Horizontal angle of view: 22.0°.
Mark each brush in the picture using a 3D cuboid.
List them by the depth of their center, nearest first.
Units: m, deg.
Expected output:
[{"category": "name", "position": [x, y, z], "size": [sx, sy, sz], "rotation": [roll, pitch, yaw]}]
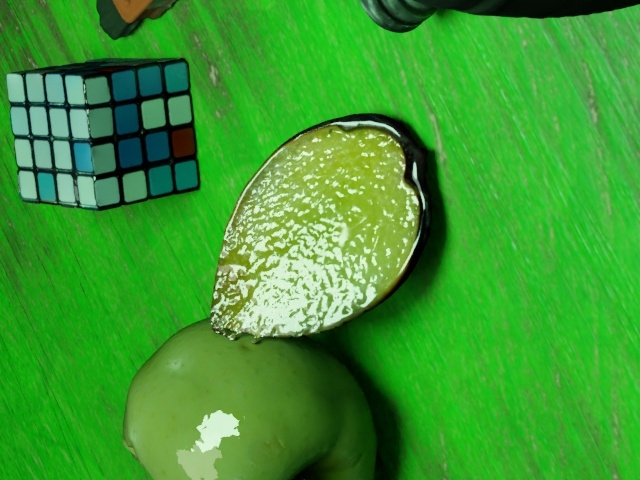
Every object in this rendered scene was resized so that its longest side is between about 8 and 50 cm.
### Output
[{"category": "brush", "position": [-0.162, -0.314, 1.790], "size": [0.323, 0.051, 0.070], "rotation": [-36, 73, 46]}]

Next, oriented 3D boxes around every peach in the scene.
[{"category": "peach", "position": [0.002, 0.000, 1.645], "size": [0.279, 0.068, 0.189], "rotation": [-41, 71, 9]}]

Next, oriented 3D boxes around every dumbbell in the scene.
[{"category": "dumbbell", "position": [0.134, -0.256, 1.471], "size": [0.255, 0.110, 0.110], "rotation": [-8, 96, 40]}]

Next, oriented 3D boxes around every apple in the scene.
[{"category": "apple", "position": [-0.075, 0.203, 1.709], "size": [0.279, 0.279, 0.279], "rotation": [16, 113, 43]}]

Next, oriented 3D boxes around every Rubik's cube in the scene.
[{"category": "Rubik's cube", "position": [-0.247, -0.124, 1.865], "size": [0.155, 0.151, 0.154], "rotation": [6, 105, 46]}]

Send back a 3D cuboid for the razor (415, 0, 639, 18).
[{"category": "razor", "position": [0.212, -0.245, 1.205], "size": [0.204, 0.349, 0.113], "rotation": [-40, 66, 44]}]
